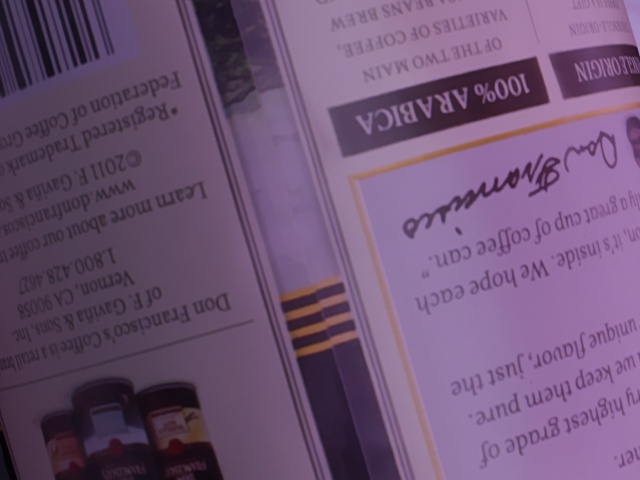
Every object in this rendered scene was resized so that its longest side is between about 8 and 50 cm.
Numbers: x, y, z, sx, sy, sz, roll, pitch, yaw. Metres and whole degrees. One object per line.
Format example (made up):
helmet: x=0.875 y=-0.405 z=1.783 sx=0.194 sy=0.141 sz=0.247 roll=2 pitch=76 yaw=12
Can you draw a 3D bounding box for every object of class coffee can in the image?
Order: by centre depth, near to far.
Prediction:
coffee can: x=0.000 y=0.000 z=0.405 sx=0.202 sy=0.201 sz=0.275 roll=-16 pitch=89 yaw=-25
